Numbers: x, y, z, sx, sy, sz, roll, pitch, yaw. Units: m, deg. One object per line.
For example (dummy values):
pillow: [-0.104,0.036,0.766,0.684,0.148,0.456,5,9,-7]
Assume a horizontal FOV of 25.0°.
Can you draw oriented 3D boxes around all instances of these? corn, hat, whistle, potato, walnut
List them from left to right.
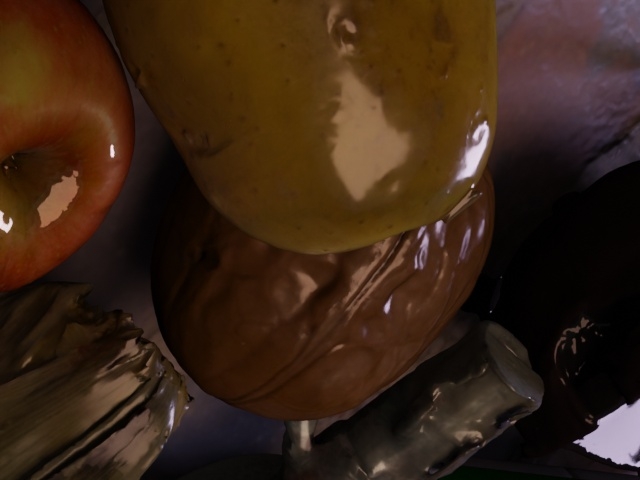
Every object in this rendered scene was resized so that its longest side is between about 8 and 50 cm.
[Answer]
corn: [-0.199,0.144,0.773,0.305,0.123,0.122,-44,120,5]
potato: [-0.018,-0.143,0.645,0.173,0.140,0.300,-15,97,-2]
whistle: [-0.011,0.171,0.884,0.346,0.142,0.134,-39,179,24]
walnut: [0.000,0.000,0.787,0.167,0.167,0.207,27,106,-42]
hat: [0.213,0.025,0.967,0.238,0.209,0.336,-34,155,20]

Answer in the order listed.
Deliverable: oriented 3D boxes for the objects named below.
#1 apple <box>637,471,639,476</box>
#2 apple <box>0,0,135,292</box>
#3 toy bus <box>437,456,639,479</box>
apple: [0.323,0.175,1.143,0.153,0.120,0.153,-23,135,-26]
apple: [-0.169,-0.058,0.658,0.163,0.139,0.163,-30,139,-30]
toy bus: [0.160,0.250,1.021,0.305,0.143,0.179,9,110,-12]
